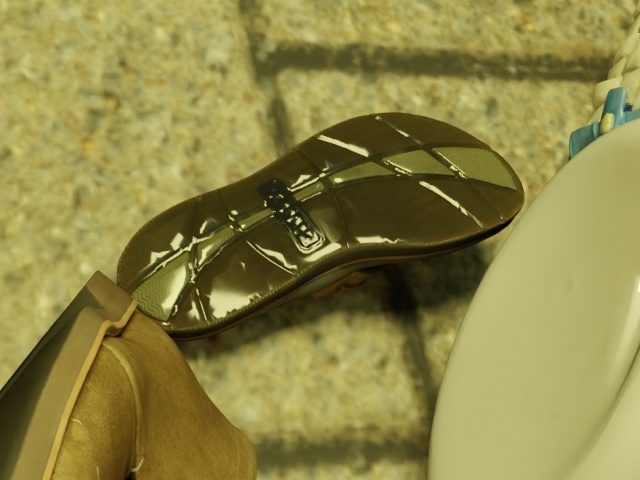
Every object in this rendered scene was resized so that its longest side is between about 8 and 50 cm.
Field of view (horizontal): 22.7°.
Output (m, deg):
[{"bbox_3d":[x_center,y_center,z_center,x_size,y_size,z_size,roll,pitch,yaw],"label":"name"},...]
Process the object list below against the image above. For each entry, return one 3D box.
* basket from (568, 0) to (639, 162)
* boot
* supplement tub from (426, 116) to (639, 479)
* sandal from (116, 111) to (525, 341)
[{"bbox_3d":[0.265,-0.021,0.874,0.254,0.201,0.289,18,78,-13],"label":"basket"},{"bbox_3d":[-0.077,0.094,0.591,0.115,0.112,0.305,40,9,-6],"label":"boot"},{"bbox_3d":[0.231,0.105,0.710,0.316,0.228,0.228,26,51,-15],"label":"supplement tub"},{"bbox_3d":[0.000,0.000,0.810,0.219,0.060,0.090,-26,66,-21],"label":"sandal"}]
